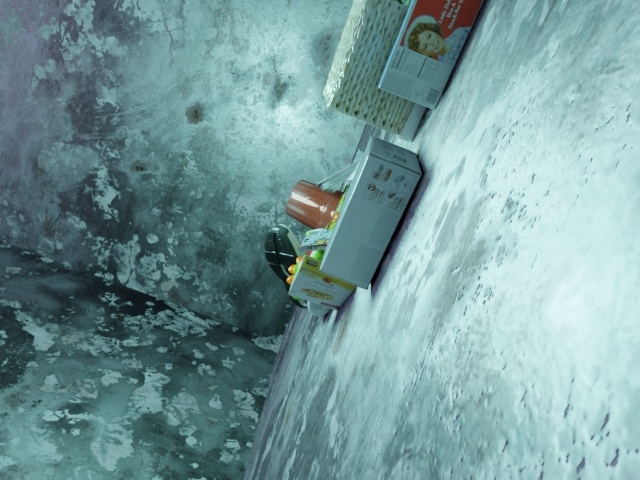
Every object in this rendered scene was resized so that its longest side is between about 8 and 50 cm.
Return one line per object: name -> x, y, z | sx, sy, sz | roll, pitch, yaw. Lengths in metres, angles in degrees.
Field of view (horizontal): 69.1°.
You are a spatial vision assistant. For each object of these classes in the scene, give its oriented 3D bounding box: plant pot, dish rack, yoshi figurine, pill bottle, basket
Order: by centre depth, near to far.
basket -> 0.181, -0.504, 1.347 | 0.328, 0.266, 0.332 | -96, 24, -65
yoshi figurine -> 0.036, 0.084, 1.708 | 0.202, 0.204, 0.362 | 5, 54, 49
pill bottle -> -0.010, 0.238, 1.786 | 0.152, 0.085, 0.086 | -158, 88, -87
dish rack -> 0.119, -0.292, 2.098 | 0.285, 0.073, 0.333 | -28, 4, 1
plant pot -> -0.018, -0.171, 2.390 | 0.273, 0.264, 0.272 | -60, -13, -24

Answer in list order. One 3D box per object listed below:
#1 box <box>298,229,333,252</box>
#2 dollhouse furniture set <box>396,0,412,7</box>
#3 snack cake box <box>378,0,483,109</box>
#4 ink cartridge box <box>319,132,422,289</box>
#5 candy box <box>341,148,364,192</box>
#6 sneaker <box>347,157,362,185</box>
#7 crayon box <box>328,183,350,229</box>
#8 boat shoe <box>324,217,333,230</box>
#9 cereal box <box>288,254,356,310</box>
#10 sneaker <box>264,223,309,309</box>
box -> 0.000, 0.000, 1.632 | 0.094, 0.136, 0.027 | -53, -53, -47
dollhouse furniture set -> 0.326, -0.773, 1.557 | 0.198, 0.301, 0.151 | -47, 51, 10
snack cake box -> 0.257, -0.471, 1.115 | 0.089, 0.152, 0.265 | -75, 7, -65
ink cartridge box -> 0.123, -0.086, 1.159 | 0.272, 0.129, 0.310 | -72, 4, -65
candy box -> 0.182, -0.354, 2.446 | 0.165, 0.070, 0.196 | 114, 176, -46
sneaker -> 0.166, -0.254, 1.645 | 0.305, 0.114, 0.152 | -87, 17, -80
crayon box -> 0.105, -0.108, 2.084 | 0.165, 0.081, 0.279 | -106, 37, -85
boat shoe -> 0.048, 0.011, 2.232 | 0.095, 0.095, 0.258 | 78, -149, -85
cereal box -> 0.004, 0.136, 1.420 | 0.240, 0.172, 0.048 | 114, 174, -61
sneaker -> -0.072, 0.058, 1.953 | 0.258, 0.168, 0.448 | -54, -41, -35
